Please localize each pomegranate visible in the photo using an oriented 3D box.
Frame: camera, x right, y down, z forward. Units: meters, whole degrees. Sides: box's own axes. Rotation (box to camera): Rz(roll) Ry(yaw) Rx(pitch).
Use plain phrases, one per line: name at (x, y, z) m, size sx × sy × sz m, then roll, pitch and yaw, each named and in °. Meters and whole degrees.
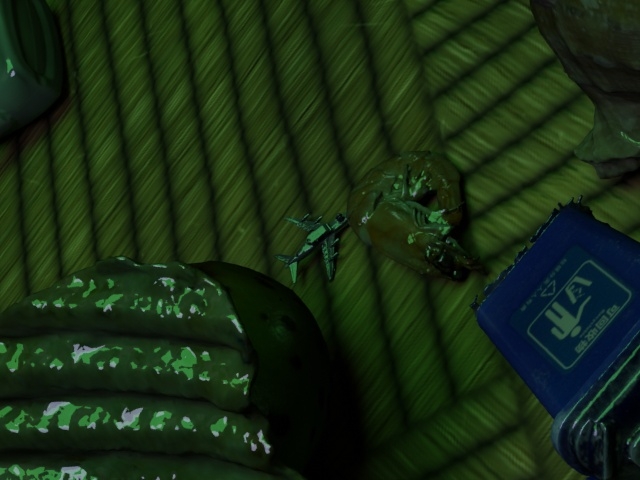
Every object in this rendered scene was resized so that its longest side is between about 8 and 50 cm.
pomegranate at (-0.108, 0.152, 1.495) m, size 0.231 × 0.231 × 0.286 m, roll 59°, pitch 138°, yaw 48°

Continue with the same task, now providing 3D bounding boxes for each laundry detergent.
laundry detergent at (-0.416, -0.151, 2.066) m, size 0.280 × 0.105 × 0.215 m, roll -36°, pitch 45°, yaw 20°

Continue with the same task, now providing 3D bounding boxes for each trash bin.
trash bin at (0.220, 0.086, 1.237) m, size 0.162 × 0.184 × 0.234 m, roll -49°, pitch 27°, yaw 3°

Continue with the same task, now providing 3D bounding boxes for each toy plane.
toy plane at (-0.002, 0.000, 1.612) m, size 0.084 × 0.024 × 0.078 m, roll -44°, pitch 59°, yaw 13°

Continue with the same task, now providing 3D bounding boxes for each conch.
conch at (0.230, -0.201, 1.334) m, size 0.324 × 0.186 × 0.263 m, roll -56°, pitch 15°, yaw 37°

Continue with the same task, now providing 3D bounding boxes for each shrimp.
shrimp at (0.086, -0.019, 1.535) m, size 0.099 × 0.041 × 0.180 m, roll -41°, pitch 38°, yaw -5°

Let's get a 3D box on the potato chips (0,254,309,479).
potato chips at (-0.130, 0.209, 1.337) m, size 0.389 × 0.373 × 0.097 m, roll -30°, pitch 13°, yaw 31°
